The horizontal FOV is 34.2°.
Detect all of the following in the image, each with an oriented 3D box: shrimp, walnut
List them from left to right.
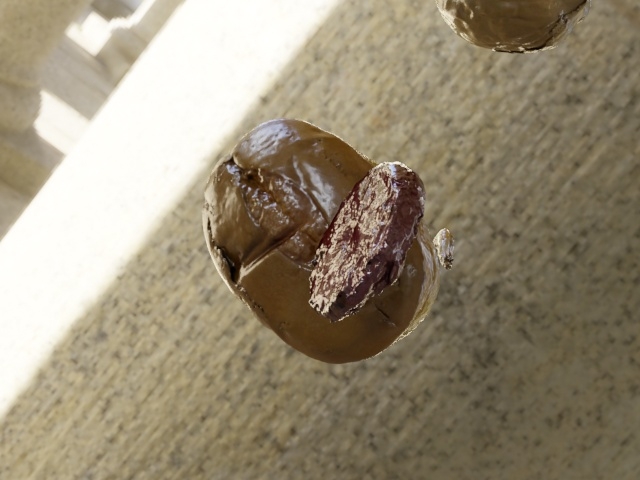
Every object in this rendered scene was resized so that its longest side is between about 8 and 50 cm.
[{"bbox_3d":[0.188,0.033,1.641,0.025,0.091,0.127,21,17,-8],"label":"shrimp"},{"bbox_3d":[0.287,-0.373,1.528,0.245,0.198,0.198,22,-4,39],"label":"walnut"}]

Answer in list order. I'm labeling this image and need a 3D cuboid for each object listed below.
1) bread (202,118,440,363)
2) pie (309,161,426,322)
[{"bbox_3d":[0.000,0.000,1.051,0.270,0.195,0.142,48,16,19],"label":"bread"},{"bbox_3d":[0.038,0.000,0.886,0.036,0.154,0.154,27,13,-19],"label":"pie"}]
